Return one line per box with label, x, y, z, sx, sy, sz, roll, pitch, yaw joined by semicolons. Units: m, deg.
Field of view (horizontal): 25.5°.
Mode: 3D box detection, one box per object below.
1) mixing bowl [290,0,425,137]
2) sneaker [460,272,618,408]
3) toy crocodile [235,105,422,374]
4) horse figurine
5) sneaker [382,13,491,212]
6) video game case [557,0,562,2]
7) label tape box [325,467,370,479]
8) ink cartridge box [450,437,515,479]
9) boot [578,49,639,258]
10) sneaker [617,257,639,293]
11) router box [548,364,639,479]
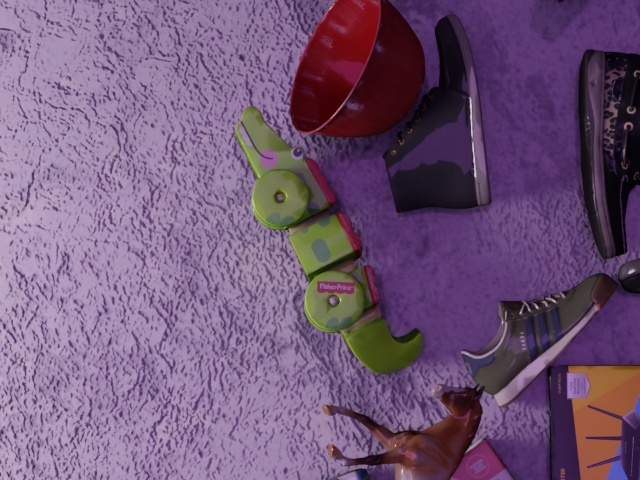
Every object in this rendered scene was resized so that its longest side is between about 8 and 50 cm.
mixing bowl;0.054;-0.187;1.592;0.098;0.181;0.181;22;87;-26
sneaker;0.238;0.092;1.582;0.086;0.064;0.192;43;93;3
toy crocodile;0.000;0.000;1.593;0.105;0.115;0.341;-27;85;-4
horse figurine;0.087;0.276;1.498;0.174;0.066;0.263;8;69;-18
sneaker;0.123;-0.143;1.607;0.118;0.083;0.222;-7;85;6
video game case;0.333;-0.380;1.544;0.042;0.210;0.232;42;91;8
label tape box;-0.066;0.423;1.564;0.333;0.106;0.241;-22;82;3
ink cartridge box;0.192;0.332;1.564;0.115;0.067;0.198;-35;82;1
boot;0.382;-0.101;1.577;0.178;0.085;0.236;-3;84;3
sneaker;0.443;0.072;1.552;0.227;0.087;0.130;2;79;1
router box;0.321;0.228;1.571;0.133;0.046;0.179;-1;85;6
